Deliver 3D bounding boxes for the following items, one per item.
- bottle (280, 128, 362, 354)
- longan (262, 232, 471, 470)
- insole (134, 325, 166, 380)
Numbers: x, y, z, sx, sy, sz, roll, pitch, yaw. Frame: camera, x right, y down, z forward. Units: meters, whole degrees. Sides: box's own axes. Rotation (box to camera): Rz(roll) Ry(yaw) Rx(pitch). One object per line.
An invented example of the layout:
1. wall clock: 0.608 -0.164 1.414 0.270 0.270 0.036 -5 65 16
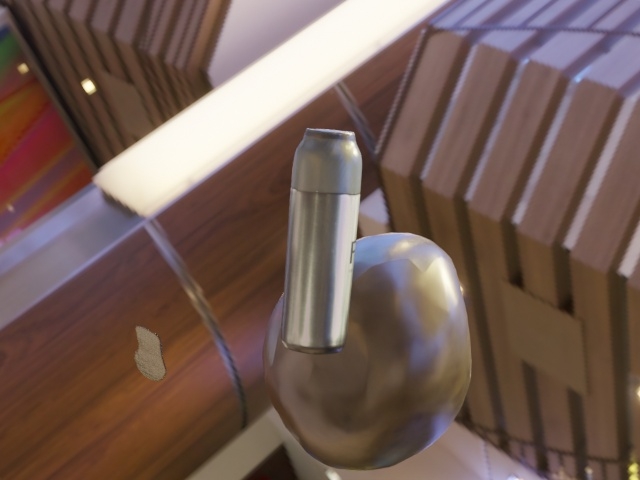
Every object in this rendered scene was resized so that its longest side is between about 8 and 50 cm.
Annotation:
1. bottle: 0.000 0.000 1.207 0.096 0.079 0.253 -141 -125 -76
2. longan: 0.079 0.176 1.689 0.336 0.404 0.404 29 -29 17
3. insole: -0.280 0.188 1.725 0.064 0.004 0.188 25 -32 9
